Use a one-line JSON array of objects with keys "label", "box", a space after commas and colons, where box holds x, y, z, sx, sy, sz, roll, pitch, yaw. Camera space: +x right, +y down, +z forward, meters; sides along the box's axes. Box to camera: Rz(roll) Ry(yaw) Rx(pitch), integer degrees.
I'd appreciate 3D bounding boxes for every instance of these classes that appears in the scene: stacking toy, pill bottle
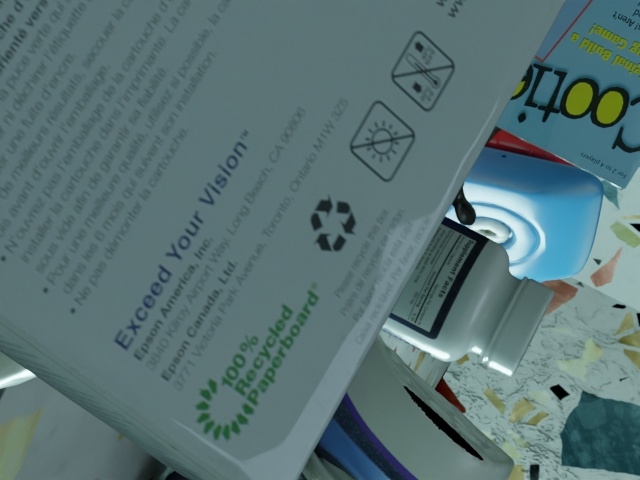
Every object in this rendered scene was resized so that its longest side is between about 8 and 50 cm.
[{"label": "stacking toy", "box": [0.174, -0.127, 1.587, 0.166, 0.175, 0.302, 93, 11, -58]}, {"label": "pill bottle", "box": [0.076, 0.029, 1.292, 0.094, 0.169, 0.094, -60, 171, -15]}]

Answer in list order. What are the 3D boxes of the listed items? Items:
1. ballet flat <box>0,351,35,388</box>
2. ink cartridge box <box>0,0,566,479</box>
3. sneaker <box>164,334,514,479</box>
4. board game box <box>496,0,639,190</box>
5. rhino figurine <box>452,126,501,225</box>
[{"label": "ballet flat", "box": [0.016, -0.122, 0.514, 0.139, 0.139, 0.400, 64, 51, -79]}, {"label": "ink cartridge box", "box": [-0.037, -0.095, 0.360, 0.045, 0.224, 0.223, 9, -118, 51]}, {"label": "sneaker", "box": [-0.019, 0.167, 1.085, 0.236, 0.130, 0.323, -47, -173, -1]}, {"label": "board game box", "box": [0.157, -0.194, 0.964, 0.275, 0.144, 0.142, -59, -159, 16]}, {"label": "rhino figurine", "box": [0.094, -0.103, 1.207, 0.106, 0.073, 0.243, 80, 23, -75]}]
